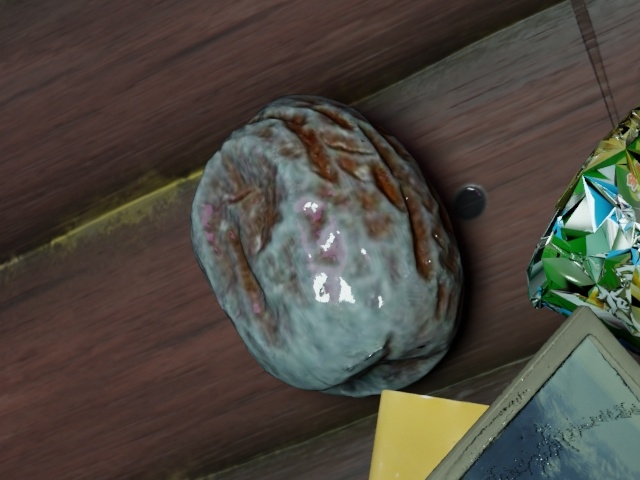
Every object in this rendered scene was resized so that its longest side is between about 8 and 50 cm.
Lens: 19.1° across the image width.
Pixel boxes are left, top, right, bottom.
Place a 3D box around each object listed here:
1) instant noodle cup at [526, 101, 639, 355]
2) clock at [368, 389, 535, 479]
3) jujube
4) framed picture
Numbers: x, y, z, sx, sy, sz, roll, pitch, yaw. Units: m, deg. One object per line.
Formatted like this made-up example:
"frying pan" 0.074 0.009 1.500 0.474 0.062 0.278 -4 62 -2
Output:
"instant noodle cup" 0.320 0.011 1.676 0.178 0.240 0.240 35 93 23
"clock" 0.137 0.305 1.669 0.200 0.244 0.317 13 85 35
"jujube" 0.005 0.002 1.850 0.246 0.215 0.308 -41 61 40
"framed picture" 0.245 0.256 1.570 0.247 0.335 0.022 -46 14 -15
